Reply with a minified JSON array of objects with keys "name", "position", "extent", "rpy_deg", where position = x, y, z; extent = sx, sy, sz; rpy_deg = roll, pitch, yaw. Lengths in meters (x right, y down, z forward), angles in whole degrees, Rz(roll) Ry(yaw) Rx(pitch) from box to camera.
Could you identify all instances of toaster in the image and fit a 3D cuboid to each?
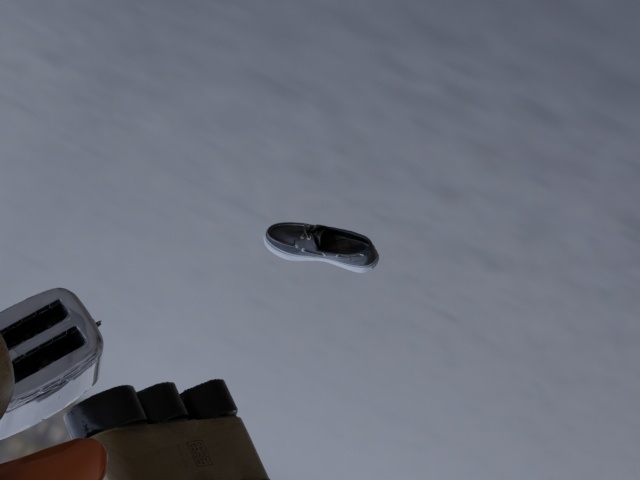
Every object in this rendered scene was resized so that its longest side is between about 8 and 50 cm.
[{"name":"toaster","position":[-0.357,0.147,2.407],"extent":[0.129,0.227,0.146],"rpy_deg":[58,160,11]}]

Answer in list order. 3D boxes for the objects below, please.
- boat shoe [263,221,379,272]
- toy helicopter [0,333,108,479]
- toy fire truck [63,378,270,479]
[{"name":"boat shoe","position":[0.000,0.000,2.255],"extent":[0.142,0.049,0.040],"rpy_deg":[12,149,17]},{"name":"toy helicopter","position":[-0.254,0.076,0.886],"extent":[0.235,0.140,0.355],"rpy_deg":[44,140,-19]},{"name":"toy fire truck","position":[-0.174,0.232,1.477],"extent":[0.158,0.246,0.217],"rpy_deg":[64,-158,13]}]
